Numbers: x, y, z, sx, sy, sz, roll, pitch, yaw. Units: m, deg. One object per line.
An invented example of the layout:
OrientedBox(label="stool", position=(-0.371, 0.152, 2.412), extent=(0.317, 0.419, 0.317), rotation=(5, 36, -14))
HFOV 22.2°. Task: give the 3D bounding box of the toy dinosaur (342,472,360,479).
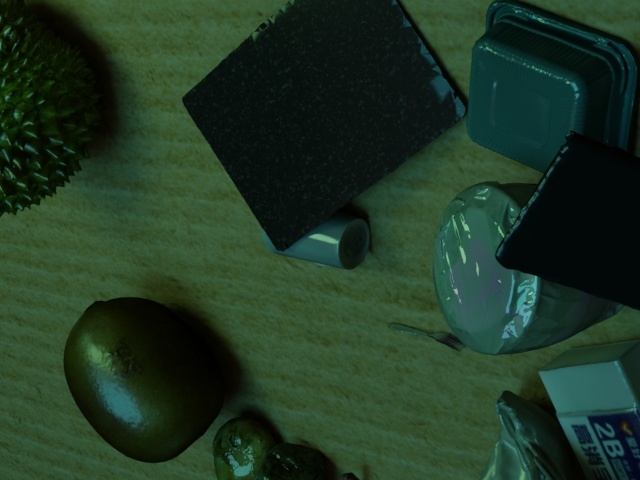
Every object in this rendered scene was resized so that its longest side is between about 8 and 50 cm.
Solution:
OrientedBox(label="toy dinosaur", position=(0.014, 0.393, 2.186), extent=(0.139, 0.070, 0.286), rotation=(-134, 38, -54))

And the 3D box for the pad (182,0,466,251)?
OrientedBox(label="pad", position=(-0.004, -0.148, 1.792), extent=(0.330, 0.004, 0.220), rotation=(-35, 85, 40))

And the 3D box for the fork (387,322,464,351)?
OrientedBox(label="fork", position=(0.120, 0.109, 1.888), extent=(0.115, 0.016, 0.012), rotation=(16, 135, 43))

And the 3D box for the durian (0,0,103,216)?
OrientedBox(label="durian", position=(-0.402, -0.171, 2.117), extent=(0.291, 0.224, 0.291), rotation=(-175, 90, -69))

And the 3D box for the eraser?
OrientedBox(label="eraser", position=(0.322, 0.210, 1.690), extent=(0.124, 0.068, 0.210), rotation=(-14, 104, 55))

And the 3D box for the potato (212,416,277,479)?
OrientedBox(label="potato", position=(-0.098, 0.317, 2.224), extent=(0.107, 0.080, 0.170), rotation=(32, 139, 47))

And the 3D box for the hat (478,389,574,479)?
OrientedBox(label="hat", position=(0.251, 0.286, 1.753), extent=(0.226, 0.164, 0.219), rotation=(32, 128, 25))

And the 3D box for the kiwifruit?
OrientedBox(label="kiwifruit", position=(-0.242, 0.181, 2.194), extent=(0.234, 0.196, 0.196), rotation=(53, 142, 3))

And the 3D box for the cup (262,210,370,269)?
OrientedBox(label="cup", position=(0.000, 0.000, 1.909), extent=(0.116, 0.074, 0.104), rotation=(16, 151, 35))

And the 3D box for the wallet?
OrientedBox(label="wallet", position=(0.306, 0.006, 1.437), extent=(0.285, 0.030, 0.146), rotation=(19, 120, -16))

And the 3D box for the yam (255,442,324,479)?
OrientedBox(label="yam", position=(-0.050, 0.365, 2.147), extent=(0.107, 0.107, 0.183), rotation=(24, 112, 36))

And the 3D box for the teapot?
OrientedBox(label="teapot", position=(0.225, 0.001, 1.573), extent=(0.163, 0.178, 0.221), rotation=(54, 134, 39))

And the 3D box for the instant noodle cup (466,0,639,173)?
OrientedBox(label="instant noodle cup", position=(0.212, -0.135, 1.572), extent=(0.179, 0.070, 0.157), rotation=(28, 132, 35))

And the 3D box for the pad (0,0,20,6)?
OrientedBox(label="pad", position=(-0.532, -0.423, 2.237), extent=(0.284, 0.018, 0.286), rotation=(-4, 113, 49))
